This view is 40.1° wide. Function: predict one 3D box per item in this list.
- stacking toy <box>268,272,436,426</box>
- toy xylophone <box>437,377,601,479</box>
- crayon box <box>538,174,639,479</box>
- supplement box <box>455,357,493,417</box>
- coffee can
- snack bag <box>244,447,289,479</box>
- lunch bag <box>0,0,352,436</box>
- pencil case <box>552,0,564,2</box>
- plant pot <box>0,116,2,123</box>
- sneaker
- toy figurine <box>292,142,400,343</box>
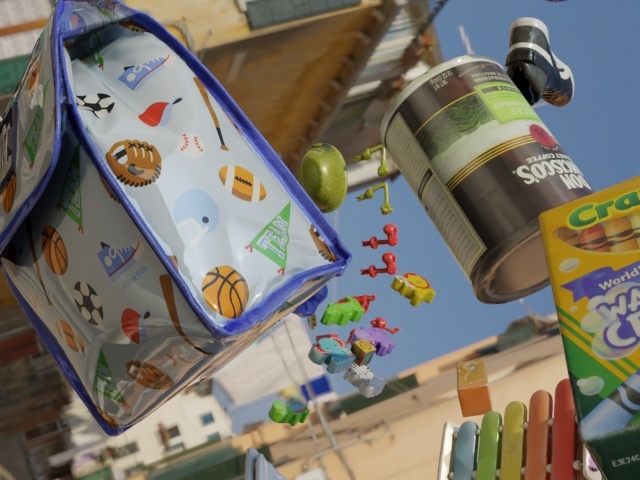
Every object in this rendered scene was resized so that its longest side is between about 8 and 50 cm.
[{"bbox_3d":[0.036,0.127,1.057,0.052,0.221,0.167,39,-63,28],"label":"stacking toy"},{"bbox_3d":[0.325,0.365,1.396,0.323,0.081,0.236,-31,-138,42],"label":"toy xylophone"},{"bbox_3d":[0.293,0.032,0.699,0.083,0.203,0.323,56,23,-28],"label":"crayon box"},{"bbox_3d":[0.378,0.359,2.165,0.233,0.078,0.080,-51,129,-77],"label":"supplement box"},{"bbox_3d":[0.228,-0.082,1.176,0.275,0.202,0.201,61,-21,28],"label":"coffee can"},{"bbox_3d":[-0.024,0.477,1.129,0.342,0.037,0.323,60,22,-50],"label":"snack bag"},{"bbox_3d":[-0.216,-0.026,0.950,0.385,0.239,0.328,56,-43,5],"label":"lunch bag"},{"bbox_3d":[0.274,-0.451,1.129,0.306,0.133,0.119,65,13,11],"label":"pencil case"},{"bbox_3d":[-0.555,-0.095,1.211,0.191,0.284,0.284,-138,-145,-57],"label":"plant pot"},{"bbox_3d":[0.351,-0.252,1.438,0.079,0.121,0.217,1,-26,35],"label":"sneaker"},{"bbox_3d":[0.000,0.000,1.470,0.191,0.217,0.362,-3,-93,30],"label":"toy figurine"}]
